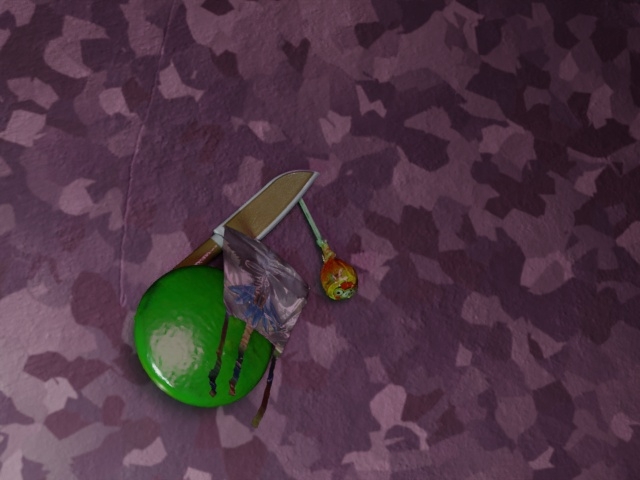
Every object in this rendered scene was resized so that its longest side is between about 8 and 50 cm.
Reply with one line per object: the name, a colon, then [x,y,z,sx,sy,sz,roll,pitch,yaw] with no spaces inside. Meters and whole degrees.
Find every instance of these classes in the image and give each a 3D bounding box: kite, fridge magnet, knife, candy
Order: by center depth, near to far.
kite: [-0.086,0.124,1.722,0.169,0.015,0.310,35,41,-29]
fridge magnet: [-0.167,0.136,1.727,0.208,0.088,0.208,9,68,-24]
knife: [-0.128,-0.004,1.824,0.061,0.027,0.343,40,67,17]
candy: [0.000,0.000,1.854,0.060,0.060,0.201,-18,69,-20]
